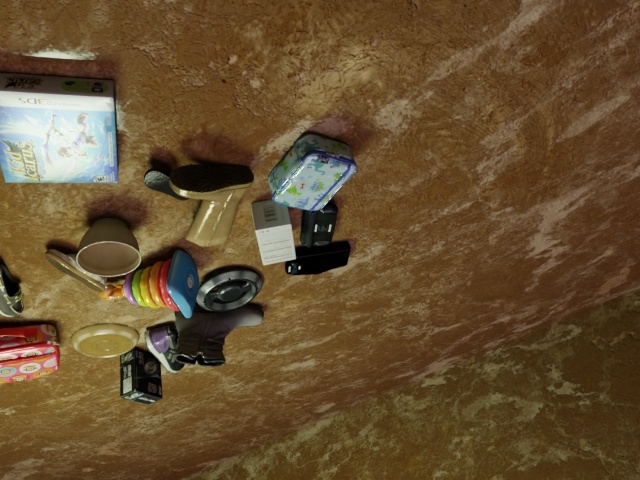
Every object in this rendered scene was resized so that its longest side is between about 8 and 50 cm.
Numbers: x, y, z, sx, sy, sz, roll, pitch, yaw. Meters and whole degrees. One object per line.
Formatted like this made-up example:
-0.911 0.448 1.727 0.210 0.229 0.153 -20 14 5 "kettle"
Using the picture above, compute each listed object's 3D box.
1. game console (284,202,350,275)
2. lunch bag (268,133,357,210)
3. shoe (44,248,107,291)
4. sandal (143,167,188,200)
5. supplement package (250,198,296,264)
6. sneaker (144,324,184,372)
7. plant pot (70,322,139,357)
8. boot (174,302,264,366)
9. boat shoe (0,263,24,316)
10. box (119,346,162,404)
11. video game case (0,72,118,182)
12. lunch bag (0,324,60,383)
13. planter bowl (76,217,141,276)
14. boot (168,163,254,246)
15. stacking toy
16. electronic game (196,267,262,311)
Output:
0.000 0.000 1.770 0.213 0.044 0.361 -8 146 -13 "game console"
-0.019 -0.174 1.476 0.176 0.090 0.219 11 139 -37 "lunch bag"
-0.704 0.077 1.616 0.076 0.058 0.219 4 151 30 "shoe"
-0.390 -0.149 1.424 0.067 0.040 0.179 -18 160 15 "sandal"
-0.135 -0.025 1.627 0.105 0.105 0.179 -11 146 -5 "supplement package"
-0.548 0.411 2.103 0.124 0.107 0.283 -20 146 -2 "sneaker"
-0.780 0.371 2.019 0.236 0.032 0.236 -9 145 -7 "plant pot"
-0.352 0.342 1.964 0.337 0.223 0.118 3 142 -23 "boot"
-0.909 0.148 1.609 0.068 0.081 0.228 -7 143 -4 "boat shoe"
-0.687 0.520 2.131 0.077 0.180 0.147 -26 144 17 "box"
-0.573 -0.233 1.211 0.244 0.061 0.270 -1 144 -18 "video game case"
-1.021 0.367 1.836 0.292 0.120 0.258 -6 145 -27 "lunch bag"
-0.574 0.009 1.510 0.161 0.109 0.162 -10 146 -7 "planter bowl"
-0.312 -0.079 1.479 0.236 0.089 0.270 -4 146 -33 "boot"
-0.536 0.145 1.704 0.301 0.166 0.175 -8 137 10 "stacking toy"
-0.308 0.169 1.890 0.229 0.048 0.229 -16 145 -12 "electronic game"
